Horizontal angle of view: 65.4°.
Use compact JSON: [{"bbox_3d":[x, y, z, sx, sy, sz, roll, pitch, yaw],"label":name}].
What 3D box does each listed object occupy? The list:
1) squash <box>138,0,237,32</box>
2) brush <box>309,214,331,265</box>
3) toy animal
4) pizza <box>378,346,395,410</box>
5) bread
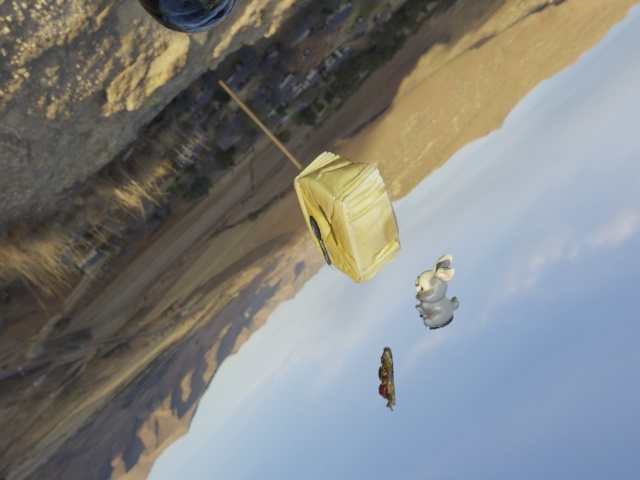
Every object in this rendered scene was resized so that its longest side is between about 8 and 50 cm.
[{"bbox_3d":[-0.165,-0.364,0.623,0.156,0.193,0.193,-12,174,-9],"label":"squash"},{"bbox_3d":[0.000,0.000,0.762,0.008,0.083,0.024,-17,-169,21],"label":"brush"},{"bbox_3d":[0.208,0.095,0.909,0.085,0.124,0.071,-11,-157,14],"label":"toy animal"},{"bbox_3d":[0.109,0.214,0.837,0.029,0.099,0.100,-5,-149,5],"label":"pizza"},{"bbox_3d":[0.050,-0.048,0.901,0.110,0.209,0.192,-31,-149,-20],"label":"bread"}]
